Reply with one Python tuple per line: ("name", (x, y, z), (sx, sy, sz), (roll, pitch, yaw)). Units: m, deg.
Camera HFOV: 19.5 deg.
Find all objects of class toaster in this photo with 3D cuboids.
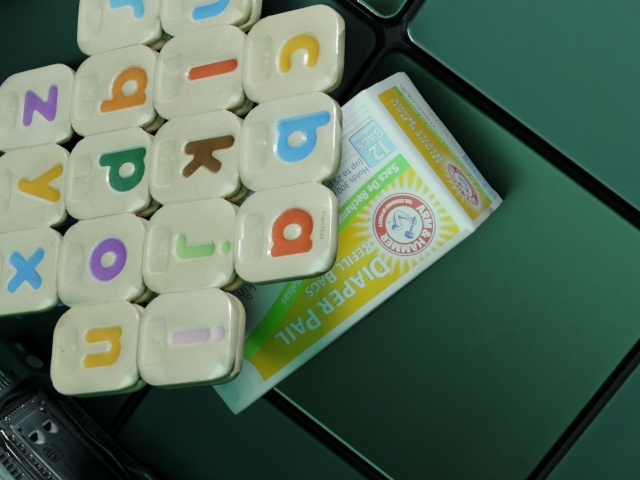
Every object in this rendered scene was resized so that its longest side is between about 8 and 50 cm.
("toaster", (-0.206, 0.191, 1.270), (0.227, 0.129, 0.146), (44, 112, 1))

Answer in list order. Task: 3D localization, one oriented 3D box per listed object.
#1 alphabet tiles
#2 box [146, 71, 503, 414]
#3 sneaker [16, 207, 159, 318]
("alphabet tiles", (-0.102, -0.044, 1.166), (0.278, 0.021, 0.284), (-9, 69, 33))
("box", (0.000, 0.000, 1.185), (0.203, 0.103, 0.114), (-39, 89, 19))
("sneaker", (-0.165, 0.010, 1.261), (0.144, 0.053, 0.059), (-19, 95, 27))
